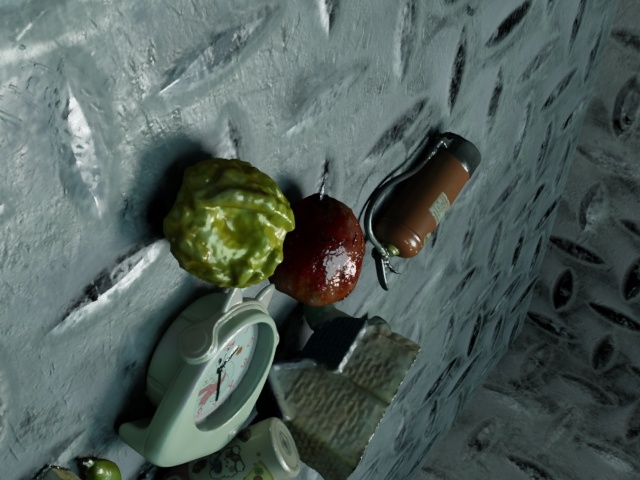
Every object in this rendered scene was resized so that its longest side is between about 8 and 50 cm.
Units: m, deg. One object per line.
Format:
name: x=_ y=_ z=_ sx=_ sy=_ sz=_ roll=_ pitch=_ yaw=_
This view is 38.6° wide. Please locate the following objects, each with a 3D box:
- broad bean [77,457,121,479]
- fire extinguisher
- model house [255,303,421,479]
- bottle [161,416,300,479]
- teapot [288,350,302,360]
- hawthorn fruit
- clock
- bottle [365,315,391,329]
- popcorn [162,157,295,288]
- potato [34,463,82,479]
broad bean: x=-0.348 y=0.403 z=1.483 sx=0.070 sy=0.048 sz=0.213 roll=-47 pitch=153 yaw=-23
fire extinguisher: x=0.196 y=-0.089 z=2.019 sx=0.200 sy=0.113 sz=0.376 roll=43 pitch=71 yaw=-23
model house: x=0.012 y=0.285 z=1.829 sx=0.298 sy=0.284 sz=0.243 roll=-56 pitch=175 yaw=-30
bottle: x=-0.172 y=0.421 z=1.671 sx=0.253 sy=0.120 sz=0.120 roll=-25 pitch=159 yaw=10
teapot: x=-0.044 y=0.273 z=1.963 sx=0.057 sy=0.066 sz=0.088 roll=-67 pitch=-174 yaw=-33
hawthorn fruit: x=0.000 y=0.000 z=1.590 sx=0.181 sy=0.181 sz=0.235 roll=-31 pitch=142 yaw=-50
clock: x=-0.183 y=0.210 z=1.532 sx=0.265 sy=0.109 sz=0.324 roll=8 pitch=108 yaw=-64
bottle: x=0.074 y=0.286 z=2.195 sx=0.253 sy=0.079 sz=0.096 roll=-47 pitch=-169 yaw=-29
popcorn: x=-0.136 y=-0.029 z=1.305 sx=0.198 sy=0.156 sz=0.197 roll=-14 pitch=119 yaw=-28
potato: x=-0.402 y=0.399 z=1.355 sx=0.122 sy=0.061 sz=0.086 roll=-59 pitch=155 yaw=-6
